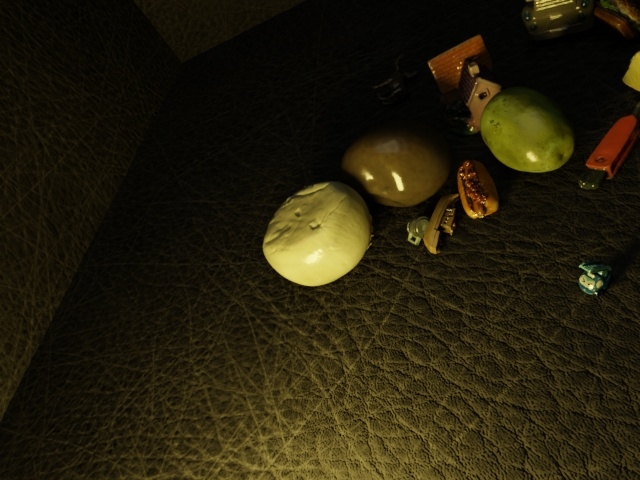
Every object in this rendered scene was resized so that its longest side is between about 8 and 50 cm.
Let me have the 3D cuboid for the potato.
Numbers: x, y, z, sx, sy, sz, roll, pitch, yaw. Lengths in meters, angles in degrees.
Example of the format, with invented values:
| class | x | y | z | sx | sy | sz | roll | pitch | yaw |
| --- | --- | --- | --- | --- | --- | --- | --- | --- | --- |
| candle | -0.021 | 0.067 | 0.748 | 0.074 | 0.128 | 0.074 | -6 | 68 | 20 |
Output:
| class | x | y | z | sx | sy | sz | roll | pitch | yaw |
| --- | --- | --- | --- | --- | --- | --- | --- | --- | --- |
| potato | 0.582 | -0.312 | 1.517 | 0.216 | 0.216 | 0.304 | -39 | 49 | -1 |

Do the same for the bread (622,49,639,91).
| class | x | y | z | sx | sy | sz | roll | pitch | yaw |
| --- | --- | --- | --- | --- | --- | --- | --- | --- | --- |
| bread | 0.984 | -0.433 | 1.457 | 0.168 | 0.163 | 0.264 | -32 | 71 | 6 |

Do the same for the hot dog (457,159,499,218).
| class | x | y | z | sx | sy | sz | roll | pitch | yaw |
| --- | --- | --- | --- | --- | --- | --- | --- | --- | --- |
| hot dog | 0.453 | -0.156 | 1.561 | 0.102 | 0.076 | 0.249 | -17 | 42 | 19 |

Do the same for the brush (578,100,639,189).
| class | x | y | z | sx | sy | sz | roll | pitch | yaw |
| --- | --- | --- | --- | --- | --- | --- | --- | --- | --- |
| brush | 0.793 | -0.255 | 1.426 | 0.323 | 0.051 | 0.070 | -50 | 34 | -10 |

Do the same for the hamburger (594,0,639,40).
| class | x | y | z | sx | sy | sz | roll | pitch | yaw |
| --- | --- | --- | --- | --- | --- | --- | --- | --- | --- |
| hamburger | 0.939 | -0.704 | 1.677 | 0.087 | 0.137 | 0.166 | -47 | 40 | 25 |

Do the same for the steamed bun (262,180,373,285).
| class | x | y | z | sx | sy | sz | roll | pitch | yaw |
| --- | --- | --- | --- | --- | --- | --- | --- | --- | --- |
| steamed bun | 0.000 | 0.000 | 1.635 | 0.334 | 0.233 | 0.312 | -3 | 52 | 47 |

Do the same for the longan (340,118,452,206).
| class | x | y | z | sx | sy | sz | roll | pitch | yaw |
| --- | --- | --- | --- | --- | --- | --- | --- | --- | --- |
| longan | 0.228 | -0.239 | 1.656 | 0.350 | 0.288 | 0.288 | -1 | 51 | 28 |

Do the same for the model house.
| class | x | y | z | sx | sy | sz | roll | pitch | yaw |
| --- | --- | --- | --- | --- | --- | --- | --- | --- | --- |
| model house | 0.474 | -0.508 | 1.760 | 0.202 | 0.237 | 0.237 | -20 | 43 | 18 |

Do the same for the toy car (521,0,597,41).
| class | x | y | z | sx | sy | sz | roll | pitch | yaw |
| --- | --- | --- | --- | --- | --- | --- | --- | --- | --- |
| toy car | 0.831 | -0.873 | 1.853 | 0.242 | 0.226 | 0.336 | -1 | 53 | 37 |

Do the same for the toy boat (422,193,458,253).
| class | x | y | z | sx | sy | sz | roll | pitch | yaw |
| --- | --- | --- | --- | --- | --- | --- | --- | --- | --- |
| toy boat | 0.357 | -0.053 | 1.548 | 0.072 | 0.064 | 0.206 | 14 | 61 | 27 |

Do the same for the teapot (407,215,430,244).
| class | x | y | z | sx | sy | sz | roll | pitch | yaw |
| --- | --- | --- | --- | --- | --- | --- | --- | --- | --- |
| teapot | 0.286 | -0.029 | 1.586 | 0.057 | 0.066 | 0.088 | 7 | 78 | 64 |

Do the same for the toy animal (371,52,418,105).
| class | x | y | z | sx | sy | sz | roll | pitch | yaw |
| --- | --- | --- | --- | --- | --- | --- | --- | --- | --- |
| toy animal | 0.305 | -0.632 | 2.139 | 0.186 | 0.094 | 0.214 | -31 | 47 | 16 |

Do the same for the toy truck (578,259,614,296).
| class | x | y | z | sx | sy | sz | roll | pitch | yaw |
| --- | --- | --- | --- | --- | --- | --- | --- | --- | --- |
| toy truck | 0.613 | 0.076 | 1.203 | 0.073 | 0.090 | 0.056 | -41 | 39 | -3 |
